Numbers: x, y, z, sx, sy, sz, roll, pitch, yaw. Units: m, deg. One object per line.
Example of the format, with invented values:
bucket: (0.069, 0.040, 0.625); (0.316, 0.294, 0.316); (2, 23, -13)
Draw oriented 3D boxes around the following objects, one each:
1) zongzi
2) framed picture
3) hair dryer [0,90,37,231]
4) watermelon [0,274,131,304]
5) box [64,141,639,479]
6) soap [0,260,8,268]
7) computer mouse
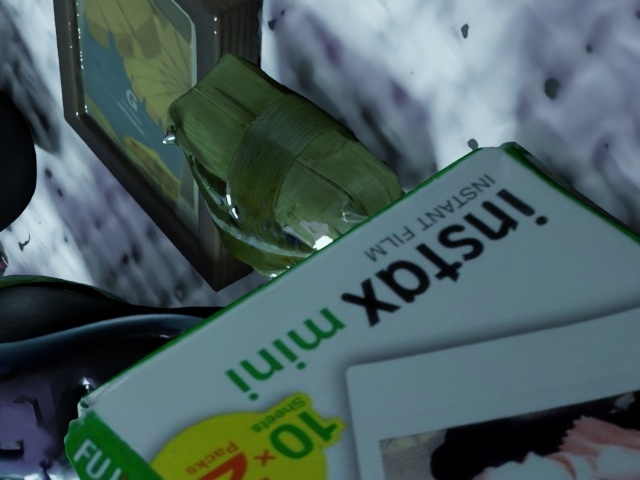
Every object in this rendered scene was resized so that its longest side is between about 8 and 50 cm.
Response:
zongzi: (0.000, 0.000, 0.698); (0.109, 0.055, 0.119); (39, 159, 39)
framed picture: (-0.071, -0.074, 0.789); (0.128, 0.023, 0.168); (48, 153, 29)
hair dryer: (-0.241, -0.188, 0.970); (0.284, 0.155, 0.320); (-120, 27, -62)
watermelon: (-0.112, 0.084, 0.995); (0.187, 0.071, 0.139); (39, 156, 25)
box: (0.063, 0.092, 0.510); (0.250, 0.180, 0.103); (38, 151, 40)
soap: (-0.283, 0.025, 1.238); (0.250, 0.099, 0.162); (-11, 99, 65)
computer mouse: (-0.106, 0.091, 0.851); (0.233, 0.096, 0.137); (-4, 102, 37)
